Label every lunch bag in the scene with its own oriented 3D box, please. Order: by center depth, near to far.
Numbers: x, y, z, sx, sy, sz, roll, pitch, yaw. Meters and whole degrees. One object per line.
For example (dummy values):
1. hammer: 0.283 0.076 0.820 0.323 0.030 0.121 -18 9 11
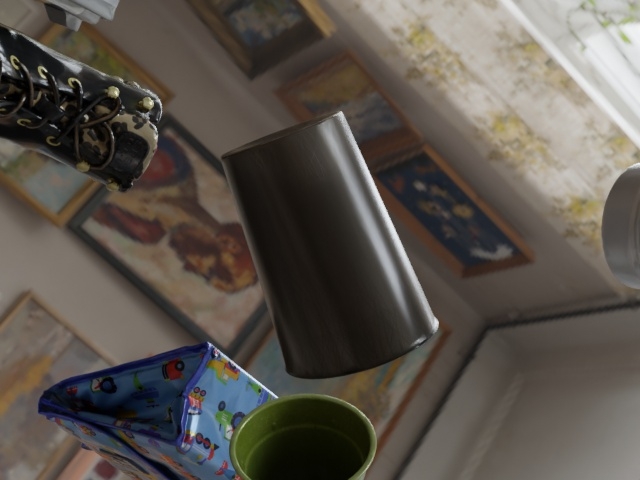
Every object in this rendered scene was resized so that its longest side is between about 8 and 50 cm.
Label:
1. lunch bag: -0.201 0.243 1.366 0.293 0.221 0.138 -8 -128 36

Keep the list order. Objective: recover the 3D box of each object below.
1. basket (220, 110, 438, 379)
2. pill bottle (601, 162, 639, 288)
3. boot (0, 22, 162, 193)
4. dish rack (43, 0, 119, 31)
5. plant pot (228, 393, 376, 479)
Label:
1. basket: 0.000 0.000 1.059 0.154 0.226 0.204 -23 -172 -17
2. pill bottle: 0.427 -0.006 1.030 0.283 0.161 0.161 7 -126 52
3. boot: -0.303 -0.147 1.118 0.377 0.284 0.138 24 -89 64
4. dish rack: -0.381 -0.307 1.106 0.072 0.333 0.285 -68 167 3
5. plant pot: -0.008 0.146 0.628 0.083 0.079 0.083 -2 -146 2
